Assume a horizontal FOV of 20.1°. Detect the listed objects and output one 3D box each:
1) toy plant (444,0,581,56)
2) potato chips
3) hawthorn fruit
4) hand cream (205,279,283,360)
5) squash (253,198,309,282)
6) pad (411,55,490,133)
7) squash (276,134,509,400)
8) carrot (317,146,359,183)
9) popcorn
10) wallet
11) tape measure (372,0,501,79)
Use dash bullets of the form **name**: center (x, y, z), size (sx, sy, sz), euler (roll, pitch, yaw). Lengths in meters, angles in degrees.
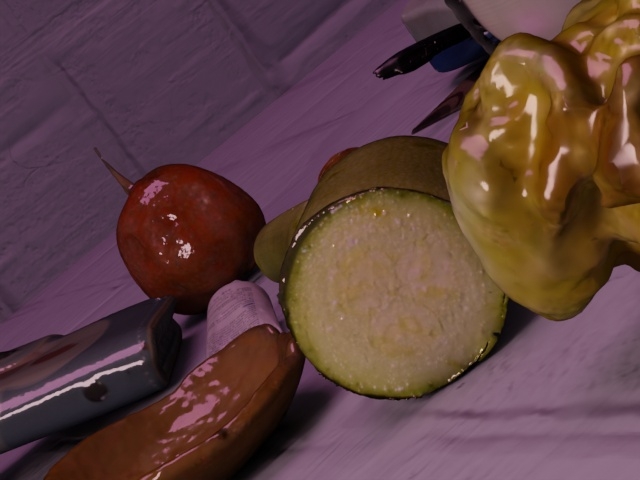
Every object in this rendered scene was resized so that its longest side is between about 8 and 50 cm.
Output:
- **toy plant**: center (0.239, -0.236, 1.067), size (0.247, 0.247, 0.332), euler (-43, 20, -30)
- **potato chips**: center (-0.085, 0.134, 1.192), size (0.195, 0.062, 0.208), euler (-27, 12, 27)
- **hawthorn fruit**: center (-0.145, -0.007, 1.809), size (0.149, 0.189, 0.149), euler (-43, 32, 37)
- **hand cream**: center (-0.065, 0.077, 1.485), size (0.084, 0.053, 0.142), euler (-36, 24, 12)
- **squash**: center (0.000, 0.000, 1.491), size (0.083, 0.083, 0.250), euler (-39, 7, -10)
- **pad**: center (0.247, -0.233, 1.946), size (0.330, 0.004, 0.220), euler (-44, 11, -37)
- **squash**: center (0.050, -0.001, 1.126), size (0.132, 0.132, 0.247), euler (-35, 10, 13)
- **carrot**: center (0.032, -0.054, 1.716), size (0.072, 0.072, 0.205), euler (-37, 2, 2)
- **popcorn**: center (0.205, -0.080, 0.814), size (0.286, 0.173, 0.225), euler (-41, 17, -18)
- **wallet**: center (-0.296, 0.154, 1.681), size (0.360, 0.083, 0.252), euler (-22, 8, 6)
- **tape measure**: center (0.151, -0.238, 1.992), size (0.351, 0.098, 0.215), euler (-39, 11, -26)
